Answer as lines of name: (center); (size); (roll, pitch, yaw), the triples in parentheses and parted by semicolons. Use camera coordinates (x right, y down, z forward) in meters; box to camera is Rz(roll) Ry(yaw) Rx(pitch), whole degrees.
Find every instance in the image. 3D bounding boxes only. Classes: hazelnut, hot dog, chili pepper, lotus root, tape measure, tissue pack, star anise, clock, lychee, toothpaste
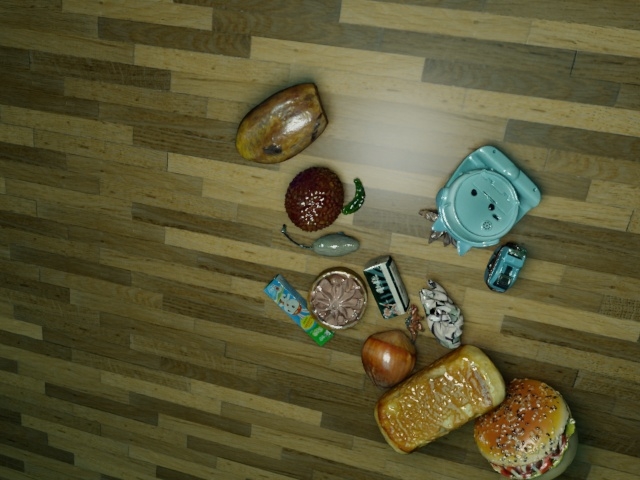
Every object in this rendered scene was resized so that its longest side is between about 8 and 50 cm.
hazelnut: (0.215, 0.367, 1.481); (0.182, 0.182, 0.182); (3, 106, 12)
hot dog: (0.364, 0.467, 1.444); (0.405, 0.223, 0.185); (-39, 74, 21)
chili pepper: (0.105, -0.123, 1.432); (0.055, 0.035, 0.118); (18, 114, -10)
lotus root: (-0.110, -0.317, 1.350); (0.290, 0.193, 0.193); (-25, 99, 18)
tape measure: (0.516, 0.076, 1.347); (0.080, 0.125, 0.146); (22, 97, 3)
tissue pack: (0.201, 0.137, 1.448); (0.090, 0.103, 0.170); (-18, 101, 21)
star anise: (0.377, -0.064, 1.371); (0.195, 0.065, 0.183); (10, 102, 18)
clock: (0.431, -0.093, 1.286); (0.223, 0.094, 0.274); (41, 83, -2)
lychee: (-0.023, -0.116, 1.388); (0.188, 0.188, 0.188); (3, 106, 12)
toothpaste: (-0.067, 0.226, 1.562); (0.267, 0.050, 0.065); (45, 107, -3)

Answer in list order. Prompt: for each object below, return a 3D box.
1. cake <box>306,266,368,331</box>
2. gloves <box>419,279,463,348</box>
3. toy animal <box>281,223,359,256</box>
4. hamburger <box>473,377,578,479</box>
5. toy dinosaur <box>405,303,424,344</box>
cake: (0.046, 0.191, 1.462); (0.185, 0.178, 0.208); (38, 113, -1)
gloves: (0.362, 0.210, 1.430); (0.110, 0.127, 0.212); (-9, 107, 6)
toy animal: (-0.005, 0.008, 1.471); (0.252, 0.079, 0.070); (7, 113, 12)
hamburger: (0.584, 0.538, 1.379); (0.300, 0.300, 0.176); (-34, 111, 19)
toy dinosaur: (0.290, 0.265, 1.491); (0.055, 0.049, 0.154); (25, 127, 41)
